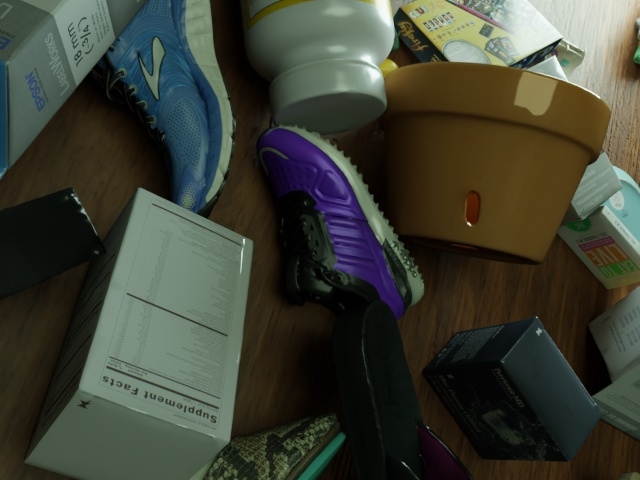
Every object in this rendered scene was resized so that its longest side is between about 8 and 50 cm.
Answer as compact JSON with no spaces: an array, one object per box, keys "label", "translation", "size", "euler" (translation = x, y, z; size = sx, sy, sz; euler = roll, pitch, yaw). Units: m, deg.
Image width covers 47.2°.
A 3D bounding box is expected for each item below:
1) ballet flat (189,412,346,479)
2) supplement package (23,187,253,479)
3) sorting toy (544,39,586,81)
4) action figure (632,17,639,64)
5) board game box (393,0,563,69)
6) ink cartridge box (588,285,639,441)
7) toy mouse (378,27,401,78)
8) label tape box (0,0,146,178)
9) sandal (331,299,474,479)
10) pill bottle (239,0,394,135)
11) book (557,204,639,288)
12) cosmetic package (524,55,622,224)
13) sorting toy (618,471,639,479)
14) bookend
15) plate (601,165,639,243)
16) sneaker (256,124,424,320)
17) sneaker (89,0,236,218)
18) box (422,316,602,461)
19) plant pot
[{"label":"ballet flat","translation":[-0.159,0.331,0.690],"size":[0.182,0.164,0.482],"euler":[30,62,8]},{"label":"supplement package","translation":[-0.162,0.095,0.695],"size":[0.139,0.134,0.244],"euler":[27,38,-21]},{"label":"sorting toy","translation":[0.406,-0.305,1.254],"size":[0.083,0.045,0.075],"euler":[18,75,-26]},{"label":"action figure","translation":[0.654,-0.401,1.412],"size":[0.137,0.063,0.232],"euler":[52,54,-10]},{"label":"board game box","translation":[0.245,-0.323,1.134],"size":[0.243,0.042,0.165],"euler":[-31,76,-33]},{"label":"ink cartridge box","translation":[0.585,0.199,1.138],"size":[0.309,0.272,0.130],"euler":[30,33,-21]},{"label":"toy mouse","translation":[0.069,-0.293,1.054],"size":[0.161,0.031,0.143],"euler":[-6,80,-32]},{"label":"label tape box","translation":[-0.347,-0.210,0.688],"size":[0.241,0.106,0.333],"euler":[23,62,7]},{"label":"sandal","translation":[0.118,0.283,0.813],"size":[0.167,0.107,0.445],"euler":[-32,109,-65]},{"label":"pill bottle","translation":[-0.009,-0.312,0.921],"size":[0.188,0.188,0.333],"euler":[-1,77,-31]},{"label":"book","translation":[0.454,0.010,1.160],"size":[0.144,0.096,0.035],"euler":[44,60,-13]},{"label":"cosmetic package","translation":[0.349,-0.150,1.140],"size":[0.127,0.107,0.238],"euler":[-32,96,-29]},{"label":"sorting toy","translation":[0.451,0.503,1.025],"size":[0.255,0.089,0.257],"euler":[40,61,-15]},{"label":"bookend","translation":[-0.312,0.031,0.683],"size":[0.156,0.157,0.072],"euler":[-29,92,-46]},{"label":"plate","translation":[0.515,-0.043,1.254],"size":[0.188,0.024,0.188],"euler":[8,74,-28]},{"label":"sneaker","translation":[0.001,0.000,0.891],"size":[0.146,0.102,0.293],"euler":[-42,99,-31]},{"label":"sneaker","translation":[-0.188,-0.168,0.830],"size":[0.147,0.130,0.330],"euler":[-8,75,-21]},{"label":"box","translation":[0.244,0.196,0.947],"size":[0.093,0.158,0.156],"euler":[-39,97,-32]},{"label":"plant pot","translation":[0.206,-0.085,0.949],"size":[0.291,0.291,0.203],"euler":[13,86,-27]}]
